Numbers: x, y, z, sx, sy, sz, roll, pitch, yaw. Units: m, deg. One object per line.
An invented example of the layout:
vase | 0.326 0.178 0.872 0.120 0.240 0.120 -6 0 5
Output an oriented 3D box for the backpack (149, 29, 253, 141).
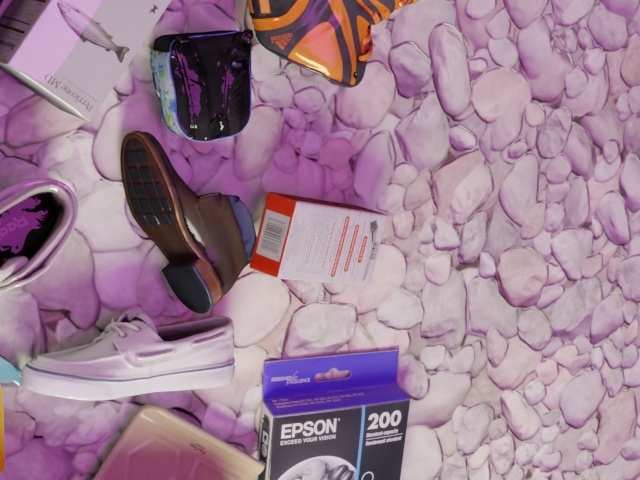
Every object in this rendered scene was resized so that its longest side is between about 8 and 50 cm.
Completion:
backpack | -0.127 -0.166 1.283 0.105 0.084 0.114 -11 104 -29

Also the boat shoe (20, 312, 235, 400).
boat shoe | -0.208 0.121 1.320 0.258 0.095 0.084 -1 100 -43

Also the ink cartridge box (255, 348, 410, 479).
ink cartridge box | 0.017 0.248 1.515 0.206 0.045 0.208 -3 104 -31

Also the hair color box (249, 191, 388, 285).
hair color box | 0.000 0.000 1.406 0.167 0.053 0.093 8 99 -47

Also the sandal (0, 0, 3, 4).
sandal | -0.423 -0.144 1.109 0.167 0.107 0.445 40 69 -32

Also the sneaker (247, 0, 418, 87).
sneaker | 0.064 -0.275 1.366 0.321 0.124 0.180 -8 112 -19

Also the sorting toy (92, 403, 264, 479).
sorting toy | -0.192 0.310 1.411 0.193 0.038 0.208 36 88 -34

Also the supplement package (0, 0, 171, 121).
supplement package | -0.236 -0.225 1.186 0.105 0.105 0.179 36 84 -35

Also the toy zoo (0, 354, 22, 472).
toy zoo | -0.443 0.185 1.218 0.293 0.030 0.192 -18 112 -27

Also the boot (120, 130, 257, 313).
boot | -0.144 -0.038 1.331 0.106 0.082 0.219 -40 120 -41

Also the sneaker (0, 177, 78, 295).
sneaker | -0.358 0.036 1.131 0.292 0.169 0.108 -43 101 -20
